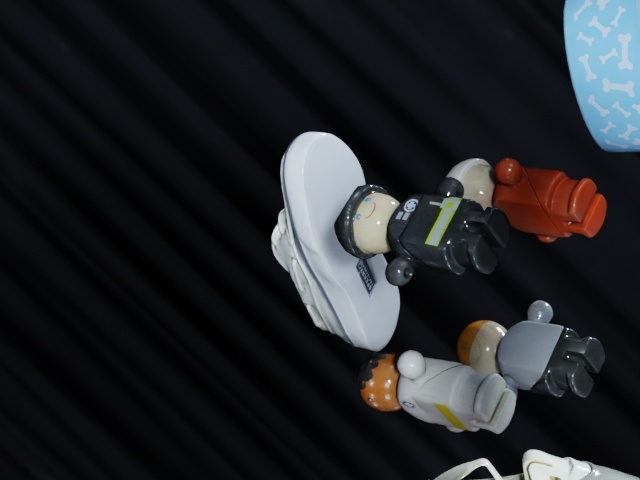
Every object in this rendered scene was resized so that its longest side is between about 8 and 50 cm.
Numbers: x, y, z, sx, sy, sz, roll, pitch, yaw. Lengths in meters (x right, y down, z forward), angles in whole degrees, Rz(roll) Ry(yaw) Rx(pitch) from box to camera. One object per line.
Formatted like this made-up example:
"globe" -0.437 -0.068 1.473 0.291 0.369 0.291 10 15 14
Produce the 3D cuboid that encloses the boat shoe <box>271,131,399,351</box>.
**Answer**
"boat shoe" 0.000 0.000 1.579 0.096 0.088 0.267 -63 -32 -27

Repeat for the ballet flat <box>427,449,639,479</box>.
"ballet flat" 0.167 0.215 1.469 0.213 0.068 0.072 -14 15 10

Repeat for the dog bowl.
"dog bowl" 0.272 -0.165 1.434 0.074 0.166 0.297 -11 14 23

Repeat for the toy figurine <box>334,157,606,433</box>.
"toy figurine" 0.119 0.042 1.376 0.148 0.209 0.213 9 19 40
